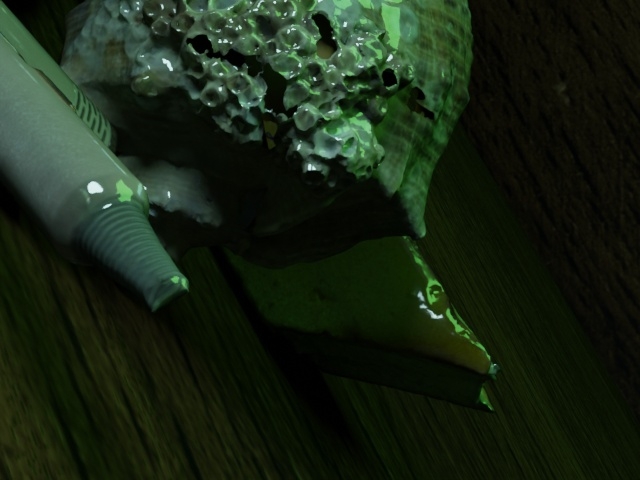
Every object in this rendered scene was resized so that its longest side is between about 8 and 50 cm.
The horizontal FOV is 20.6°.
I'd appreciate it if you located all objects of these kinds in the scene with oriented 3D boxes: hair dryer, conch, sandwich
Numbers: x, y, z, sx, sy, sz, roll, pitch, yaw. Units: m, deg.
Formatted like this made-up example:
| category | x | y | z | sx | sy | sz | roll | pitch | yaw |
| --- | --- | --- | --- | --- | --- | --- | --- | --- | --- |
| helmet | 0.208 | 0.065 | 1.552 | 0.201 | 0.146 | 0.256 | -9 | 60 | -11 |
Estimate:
| category | x | y | z | sx | sy | sz | roll | pitch | yaw |
| --- | --- | --- | --- | --- | --- | --- | --- | --- | --- |
| hair dryer | -0.121 | -0.052 | 0.597 | 0.195 | 0.054 | 0.220 | 49 | -1 | -35 |
| conch | -0.016 | -0.083 | 0.789 | 0.178 | 0.245 | 0.163 | 31 | -11 | -33 |
| sandwich | 0.000 | 0.000 | 0.993 | 0.258 | 0.096 | 0.094 | 59 | 4 | 25 |
